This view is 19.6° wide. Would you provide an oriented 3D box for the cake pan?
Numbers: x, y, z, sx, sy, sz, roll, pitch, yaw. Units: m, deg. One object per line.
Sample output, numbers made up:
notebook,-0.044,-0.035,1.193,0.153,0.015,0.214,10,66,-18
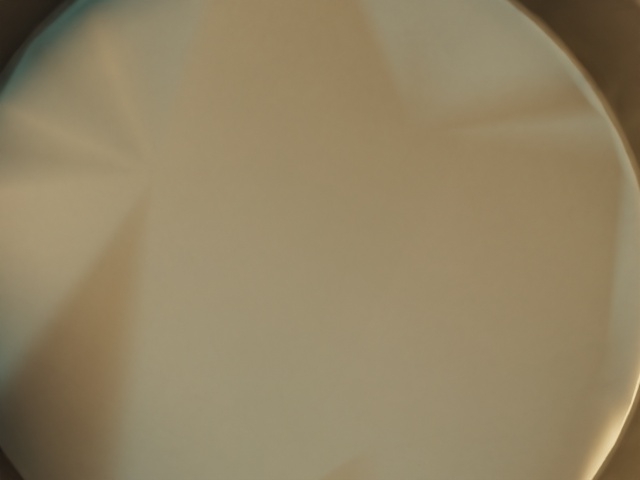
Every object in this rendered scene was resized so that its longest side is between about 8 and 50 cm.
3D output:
cake pan,0.000,0.000,0.624,0.293,0.054,0.293,3,75,-10
